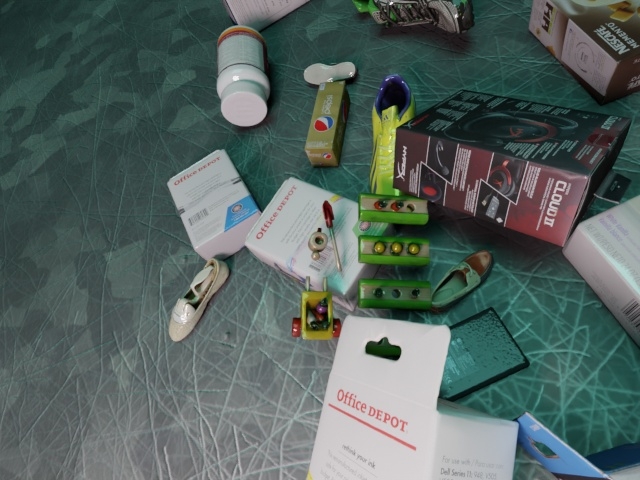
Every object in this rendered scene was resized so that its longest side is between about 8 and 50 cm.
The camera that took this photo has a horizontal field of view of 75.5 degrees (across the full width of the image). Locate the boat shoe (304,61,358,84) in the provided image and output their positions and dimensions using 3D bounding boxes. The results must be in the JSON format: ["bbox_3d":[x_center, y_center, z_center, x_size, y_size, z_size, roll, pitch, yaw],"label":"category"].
[{"bbox_3d":[0.024,-0.384,0.946,0.125,0.038,0.046,-2,104,23],"label":"boat shoe"}]

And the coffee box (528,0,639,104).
[{"bbox_3d":[0.516,-0.384,0.755,0.141,0.098,0.246,-21,59,6],"label":"coffee box"}]

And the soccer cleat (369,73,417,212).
[{"bbox_3d":[0.130,-0.175,0.753,0.094,0.121,0.289,-3,63,16],"label":"soccer cleat"}]

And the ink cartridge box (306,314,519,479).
[{"bbox_3d":[0.082,0.270,0.448,0.207,0.119,0.353,-12,62,62],"label":"ink cartridge box"}]

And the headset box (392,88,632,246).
[{"bbox_3d":[0.291,-0.123,0.619,0.293,0.110,0.218,25,46,33],"label":"headset box"}]

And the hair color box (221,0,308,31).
[{"bbox_3d":[-0.103,-0.707,1.077,0.347,0.174,0.105,-32,57,-1],"label":"hair color box"}]

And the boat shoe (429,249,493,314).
[{"bbox_3d":[0.219,0.061,0.648,0.137,0.043,0.049,-40,57,-7],"label":"boat shoe"}]

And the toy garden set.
[{"bbox_3d":[0.065,0.041,0.604,0.204,0.049,0.244,3,75,-6],"label":"toy garden set"}]

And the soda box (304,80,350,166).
[{"bbox_3d":[0.018,-0.242,0.859,0.058,0.061,0.181,3,64,18],"label":"soda box"}]

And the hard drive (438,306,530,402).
[{"bbox_3d":[0.216,0.167,0.604,0.135,0.022,0.094,-26,58,3],"label":"hard drive"}]

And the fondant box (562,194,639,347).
[{"bbox_3d":[0.548,0.017,0.537,0.330,0.096,0.238,-25,58,2],"label":"fondant box"}]

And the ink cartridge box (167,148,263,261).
[{"bbox_3d":[-0.204,-0.070,0.827,0.140,0.082,0.190,-32,57,-1],"label":"ink cartridge box"}]

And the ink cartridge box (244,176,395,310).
[{"bbox_3d":[0.000,0.000,0.720,0.212,0.093,0.154,25,73,24],"label":"ink cartridge box"}]

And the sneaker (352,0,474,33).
[{"bbox_3d":[0.201,-0.524,0.927,0.146,0.134,0.343,-43,50,1],"label":"sneaker"}]

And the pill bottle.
[{"bbox_3d":[-0.179,-0.381,0.960,0.121,0.121,0.221,-13,61,11],"label":"pill bottle"}]

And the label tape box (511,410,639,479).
[{"bbox_3d":[0.352,0.265,0.381,0.106,0.240,0.334,-42,59,-7],"label":"label tape box"}]

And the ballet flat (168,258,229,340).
[{"bbox_3d":[-0.234,0.104,0.762,0.057,0.052,0.168,24,73,26],"label":"ballet flat"}]
